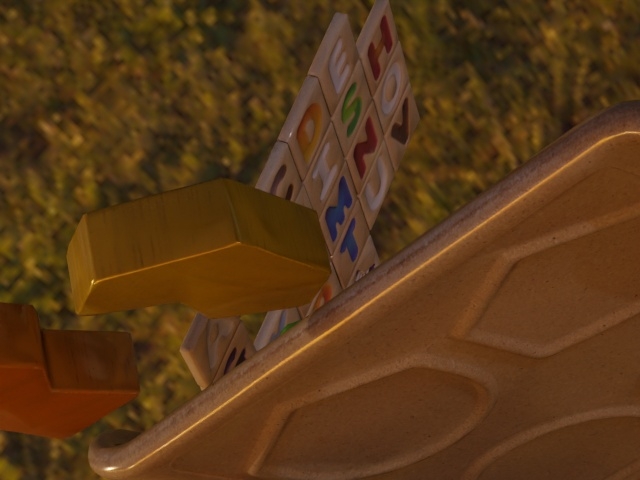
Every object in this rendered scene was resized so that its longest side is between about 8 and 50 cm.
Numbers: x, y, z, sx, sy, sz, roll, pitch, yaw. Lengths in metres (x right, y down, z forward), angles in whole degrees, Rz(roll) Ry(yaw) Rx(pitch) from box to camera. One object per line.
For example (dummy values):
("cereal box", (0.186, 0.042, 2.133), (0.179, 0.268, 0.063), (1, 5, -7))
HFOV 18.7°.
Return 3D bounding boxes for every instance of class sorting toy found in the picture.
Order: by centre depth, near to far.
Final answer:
("sorting toy", (0.043, 0.022, 0.561), (0.229, 0.307, 0.041), (-32, 58, 33))

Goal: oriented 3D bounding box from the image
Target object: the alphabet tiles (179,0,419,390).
("alphabet tiles", (0.000, 0.000, 1.018), (0.009, 0.198, 0.237), (15, 65, 20))
